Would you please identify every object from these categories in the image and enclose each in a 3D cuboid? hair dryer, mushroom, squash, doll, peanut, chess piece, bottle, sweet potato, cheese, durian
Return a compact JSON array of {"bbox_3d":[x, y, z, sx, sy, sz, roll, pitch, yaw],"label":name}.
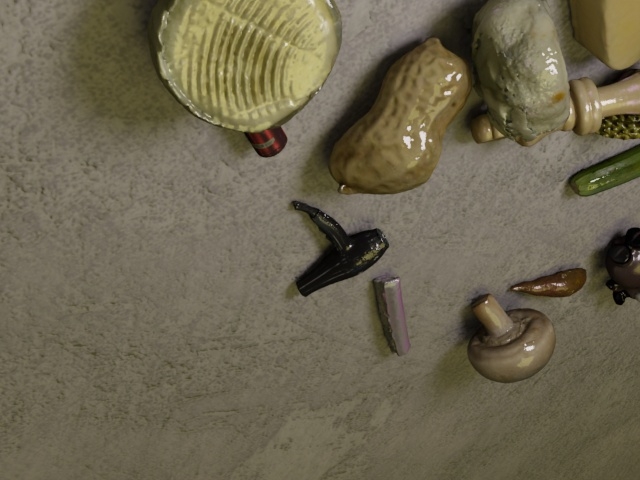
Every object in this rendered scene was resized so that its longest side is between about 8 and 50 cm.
[{"bbox_3d":[0.000,0.000,1.521,0.195,0.075,0.219,-32,129,14],"label":"hair dryer"},{"bbox_3d":[0.421,0.211,1.894,0.207,0.207,0.215,-34,105,3],"label":"mushroom"},{"bbox_3d":[0.633,-0.151,1.738,0.228,0.066,0.066,-22,138,-8],"label":"squash"},{"bbox_3d":[0.761,0.062,1.982,0.182,0.117,0.257,-42,136,3],"label":"doll"},{"bbox_3d":[0.139,-0.179,1.347,0.291,0.159,0.143,-52,172,22],"label":"peanut"},{"bbox_3d":[0.463,-0.241,1.476,0.396,0.117,0.117,-12,138,2],"label":"chess piece"},{"bbox_3d":[-0.106,-0.199,1.253,0.060,0.060,0.164,-32,139,0],"label":"bottle"},{"bbox_3d":[0.548,0.106,1.938,0.226,0.068,0.068,-11,135,-21],"label":"sweet potato"},{"bbox_3d":[0.512,-0.490,1.304,0.383,0.104,0.384,-16,137,-16],"label":"cheese"},{"bbox_3d":[0.599,-0.265,1.565,0.186,0.119,0.108,-23,142,-8],"label":"durian"}]

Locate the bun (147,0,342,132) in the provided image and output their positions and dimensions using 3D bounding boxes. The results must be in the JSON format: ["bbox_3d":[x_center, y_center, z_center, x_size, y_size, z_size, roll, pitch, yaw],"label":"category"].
[{"bbox_3d":[-0.103,-0.282,1.099,0.259,0.152,0.260,-5,121,-9],"label":"bun"}]

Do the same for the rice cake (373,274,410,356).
[{"bbox_3d":[0.157,0.161,1.765,0.055,0.049,0.270,-34,140,-19],"label":"rice cake"}]

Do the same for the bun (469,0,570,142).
[{"bbox_3d":[0.309,-0.272,1.312,0.141,0.239,0.239,-14,140,12],"label":"bun"}]
